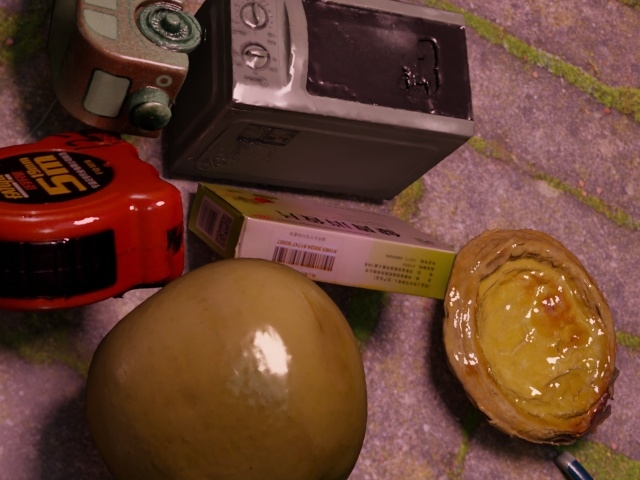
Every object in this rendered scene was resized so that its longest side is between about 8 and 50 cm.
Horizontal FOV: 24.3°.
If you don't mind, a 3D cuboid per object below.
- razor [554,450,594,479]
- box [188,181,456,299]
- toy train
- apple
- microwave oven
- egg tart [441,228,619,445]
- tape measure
[{"bbox_3d":[0.354,0.339,1.826,0.068,0.037,0.191,-34,90,-30],"label":"razor"},{"bbox_3d":[-0.001,-0.001,1.684,0.260,0.175,0.062,10,101,-24],"label":"box"},{"bbox_3d":[-0.217,-0.254,1.641,0.159,0.129,0.326,9,48,-18],"label":"toy train"},{"bbox_3d":[-0.091,0.165,1.512,0.292,0.292,0.254,-16,66,-30],"label":"apple"},{"bbox_3d":[-0.007,-0.178,1.707,0.295,0.237,0.181,6,69,-24],"label":"microwave oven"},{"bbox_3d":[0.248,0.120,1.821,0.279,0.095,0.279,9,72,-29],"label":"egg tart"},{"bbox_3d":[-0.275,-0.021,1.529,0.260,0.253,0.114,-13,117,-24],"label":"tape measure"}]
